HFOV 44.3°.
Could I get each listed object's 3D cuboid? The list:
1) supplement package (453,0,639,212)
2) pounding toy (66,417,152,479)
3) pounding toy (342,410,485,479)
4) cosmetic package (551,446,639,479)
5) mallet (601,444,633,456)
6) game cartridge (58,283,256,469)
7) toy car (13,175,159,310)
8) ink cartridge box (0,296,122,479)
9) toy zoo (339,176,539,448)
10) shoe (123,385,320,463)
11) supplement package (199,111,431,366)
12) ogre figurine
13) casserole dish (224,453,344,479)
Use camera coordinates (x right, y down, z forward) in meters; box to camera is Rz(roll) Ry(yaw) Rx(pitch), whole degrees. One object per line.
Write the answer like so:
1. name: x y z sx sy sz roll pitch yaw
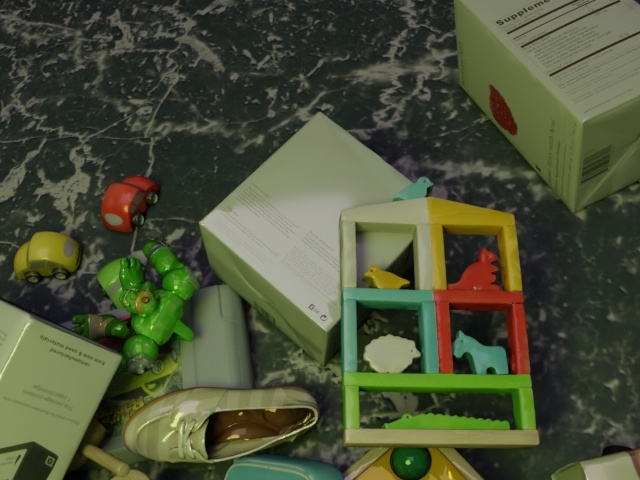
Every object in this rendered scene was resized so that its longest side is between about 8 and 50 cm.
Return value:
1. supplement package: 0.323 -0.218 1.032 0.175 0.177 0.293 -26 53 -5
2. pounding toy: -0.214 0.312 0.788 0.269 0.155 0.154 36 72 29
3. pounding toy: 0.098 0.305 0.760 0.181 0.094 0.206 -37 54 -14
4. cosmetic package: 0.374 0.228 0.685 0.296 0.153 0.129 -13 69 -1
5. mallet: 0.368 0.260 0.769 0.189 0.039 0.062 16 61 19
6. game cartridge: -0.228 0.172 0.963 0.294 0.060 0.196 -15 57 3
7. toy car: -0.297 0.019 1.086 0.239 0.053 0.225 -35 54 -12
8. ink cartridge box: -0.378 0.216 0.835 0.223 0.129 0.308 12 73 44
9. toy zoo: 0.116 0.066 0.822 0.192 0.030 0.293 2 67 -4
10. shoe: -0.106 0.199 0.861 0.219 0.077 0.058 -8 8 -10
11. supplement package: 0.000 0.000 0.943 0.194 0.149 0.203 40 70 14
12. ogre figurine: -0.212 0.084 0.936 0.118 0.097 0.197 6 39 38
13. casserole dish: -0.049 0.275 0.797 0.188 0.037 0.114 -8 64 46
